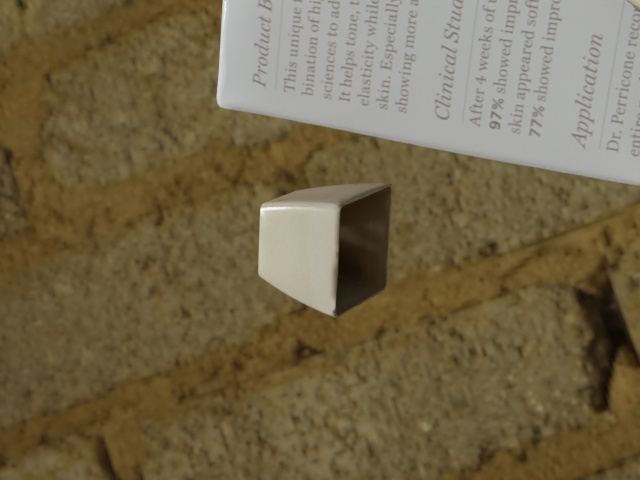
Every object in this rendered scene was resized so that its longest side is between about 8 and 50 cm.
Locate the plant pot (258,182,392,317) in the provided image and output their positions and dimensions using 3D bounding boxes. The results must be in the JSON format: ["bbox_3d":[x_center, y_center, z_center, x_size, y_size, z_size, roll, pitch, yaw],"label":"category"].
[{"bbox_3d":[0.000,0.000,1.298,0.096,0.109,0.109,12,18,27],"label":"plant pot"}]

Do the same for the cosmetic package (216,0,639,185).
[{"bbox_3d":[0.157,-0.271,1.168,0.394,0.329,0.327,13,23,17],"label":"cosmetic package"}]

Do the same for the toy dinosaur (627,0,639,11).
[{"bbox_3d":[0.245,-0.137,0.819,0.064,0.268,0.118,-45,-41,0],"label":"toy dinosaur"}]
